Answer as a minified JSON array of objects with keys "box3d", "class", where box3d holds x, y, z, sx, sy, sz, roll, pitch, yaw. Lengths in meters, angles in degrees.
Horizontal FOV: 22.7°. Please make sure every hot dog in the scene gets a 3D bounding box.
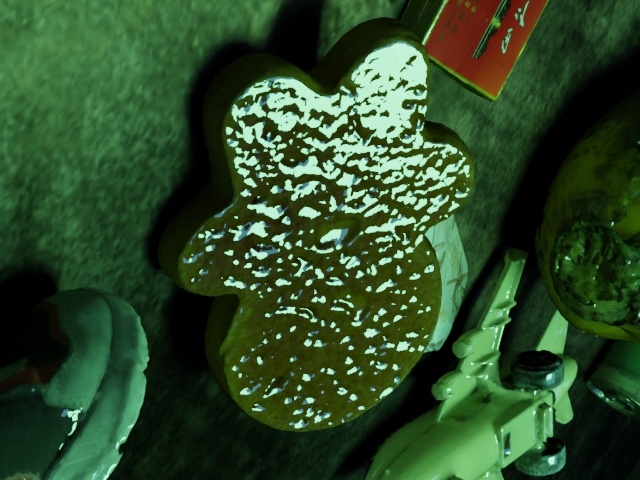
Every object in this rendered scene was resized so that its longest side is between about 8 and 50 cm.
[{"box3d":[0.048,0.003,0.963,0.108,0.059,0.191,-64,154,-24],"class":"hot dog"}]

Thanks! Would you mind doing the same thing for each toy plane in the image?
[{"box3d":[0.124,0.136,1.191,0.256,0.104,0.242,-37,131,-52],"class":"toy plane"}]

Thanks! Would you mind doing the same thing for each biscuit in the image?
[{"box3d":[0.000,0.000,0.837,0.180,0.039,0.236,-17,125,-24],"class":"biscuit"}]

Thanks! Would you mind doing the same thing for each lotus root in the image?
[{"box3d":[0.315,-0.042,1.246,0.397,0.179,0.195,-25,120,-43],"class":"lotus root"}]

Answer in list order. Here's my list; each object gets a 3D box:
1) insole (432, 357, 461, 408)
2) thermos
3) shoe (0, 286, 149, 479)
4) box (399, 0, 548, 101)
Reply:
[{"box3d":[0.096,0.175,1.286,0.080,0.003,0.232,-34,144,-43],"class":"insole"},{"box3d":[0.337,0.081,1.545,0.187,0.073,0.083,-56,153,-10],"class":"thermos"},{"box3d":[-0.162,0.090,0.658,0.099,0.125,0.227,-37,-158,42],"class":"shoe"},{"box3d":[0.094,-0.139,0.941,0.090,0.023,0.133,-60,154,4],"class":"box"}]
